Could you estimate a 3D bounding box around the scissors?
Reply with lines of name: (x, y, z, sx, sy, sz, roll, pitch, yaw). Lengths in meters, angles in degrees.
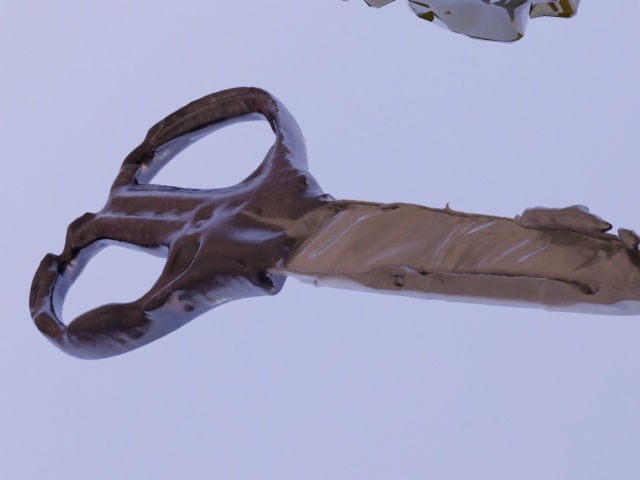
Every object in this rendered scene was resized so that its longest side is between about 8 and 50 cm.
scissors: (0.000, 0.000, 0.494, 0.109, 0.022, 0.300, -53, -154, -17)

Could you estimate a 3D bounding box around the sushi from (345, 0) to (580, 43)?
sushi: (0.094, -0.218, 0.226, 0.396, 0.351, 0.240, -34, -94, 5)
